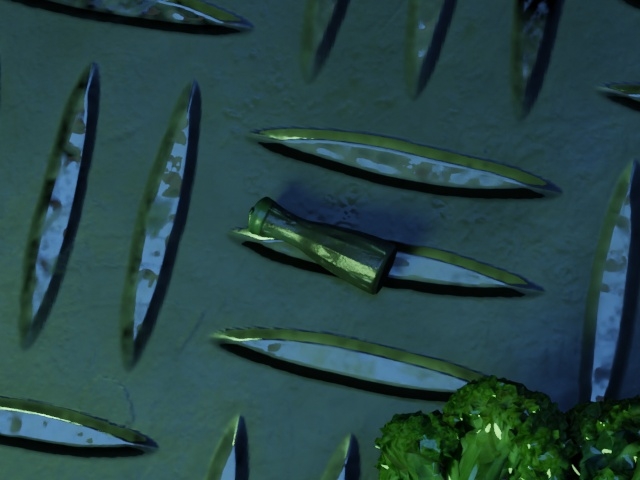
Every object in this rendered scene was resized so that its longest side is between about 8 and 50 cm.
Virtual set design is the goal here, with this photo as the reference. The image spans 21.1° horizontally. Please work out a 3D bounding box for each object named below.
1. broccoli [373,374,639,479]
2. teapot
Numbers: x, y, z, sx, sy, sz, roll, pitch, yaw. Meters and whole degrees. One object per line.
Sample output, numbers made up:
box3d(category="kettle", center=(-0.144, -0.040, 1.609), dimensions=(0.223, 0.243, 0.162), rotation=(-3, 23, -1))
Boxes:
box3d(category="broccoli", center=(0.210, 0.253, 1.077), dimensions=(0.321, 0.310, 0.413), rotation=(-30, 70, 11))
box3d(category="teapot", center=(0.000, 0.000, 1.287), dimensions=(0.111, 0.043, 0.042), rotation=(25, 80, 9))
